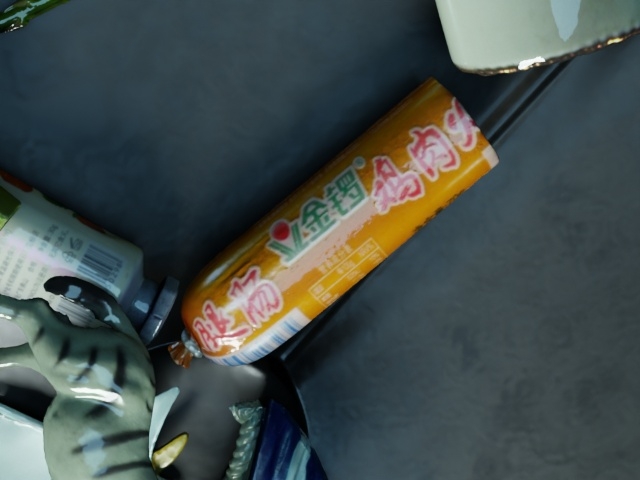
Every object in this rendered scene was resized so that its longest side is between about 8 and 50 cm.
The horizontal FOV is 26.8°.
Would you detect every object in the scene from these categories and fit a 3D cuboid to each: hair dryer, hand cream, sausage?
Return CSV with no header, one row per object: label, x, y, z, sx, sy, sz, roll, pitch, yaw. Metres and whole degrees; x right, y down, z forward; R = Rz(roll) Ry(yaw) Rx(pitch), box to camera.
hair dryer,0.221,-0.243,0.783,0.361,0.128,0.203,-19,105,-11
hand cream,-0.215,-0.017,0.799,0.276,0.059,0.095,28,101,-10
sausage,0.000,0.000,0.824,0.234,0.071,0.071,-41,106,2

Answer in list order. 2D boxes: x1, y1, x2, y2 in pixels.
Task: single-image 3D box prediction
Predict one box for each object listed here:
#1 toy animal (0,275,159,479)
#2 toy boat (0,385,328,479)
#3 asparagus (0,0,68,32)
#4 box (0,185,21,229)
toy animal,-0.124,0.127,0.784,0.175,0.073,0.217,-2,99,2
toy boat,-0.147,0.166,0.849,0.291,0.067,0.221,24,100,-11
asparagus,-0.152,-0.147,0.791,0.232,0.022,0.023,-26,150,-4
box,-0.334,0.042,0.771,0.173,0.043,0.311,39,104,-10
